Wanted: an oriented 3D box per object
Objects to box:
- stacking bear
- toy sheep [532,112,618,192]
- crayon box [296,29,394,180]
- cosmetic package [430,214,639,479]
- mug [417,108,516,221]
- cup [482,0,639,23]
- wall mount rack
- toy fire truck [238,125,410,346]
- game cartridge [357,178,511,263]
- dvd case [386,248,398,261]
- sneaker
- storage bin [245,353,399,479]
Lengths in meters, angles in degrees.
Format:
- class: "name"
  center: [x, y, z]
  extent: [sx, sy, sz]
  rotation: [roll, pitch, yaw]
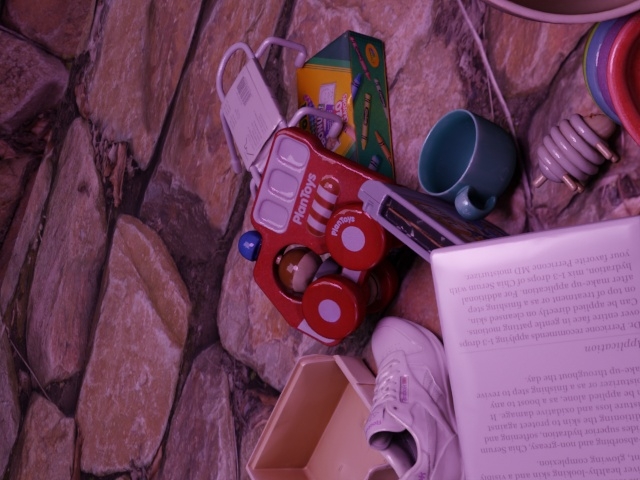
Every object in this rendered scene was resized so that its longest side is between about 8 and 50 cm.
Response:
- class: "stacking bear"
  center: [0.374, -0.201, 1.152]
  extent: [0.175, 0.164, 0.289]
  rotation: [-56, 5, 13]
- class: "toy sheep"
  center: [0.327, -0.113, 1.316]
  extent: [0.132, 0.091, 0.091]
  rotation: [-43, 46, 18]
- class: "crayon box"
  center: [0.040, -0.199, 1.762]
  extent: [0.165, 0.081, 0.279]
  rotation: [-27, 61, 51]
- class: "cosmetic package"
  center: [0.280, 0.211, 1.083]
  extent: [0.230, 0.161, 0.454]
  rotation: [-9, 88, 25]
- class: "mug"
  center: [0.214, -0.098, 1.453]
  extent: [0.129, 0.097, 0.158]
  rotation: [1, 74, 58]
- class: "cup"
  center: [0.239, -0.384, 1.079]
  extent: [0.237, 0.331, 0.331]
  rotation: [-116, 37, -84]
- class: "wall mount rack"
  center: [-0.098, -0.173, 1.788]
  extent: [0.304, 0.130, 0.350]
  rotation: [-54, 42, 31]
- class: "toy fire truck"
  center: [0.000, 0.000, 1.589]
  extent: [0.253, 0.169, 0.302]
  rotation: [28, 116, 18]
- class: "game cartridge"
  center: [0.202, 0.009, 1.369]
  extent: [0.297, 0.198, 0.062]
  rotation: [41, 115, 48]
- class: "dvd case"
  center: [0.083, 0.025, 1.710]
  extent: [0.119, 0.013, 0.087]
  rotation: [-54, 42, 33]
- class: "sneaker"
  center: [0.125, 0.230, 1.478]
  extent: [0.114, 0.152, 0.305]
  rotation: [-57, 39, 35]
- class: "storage bin"
  center: [0.025, 0.358, 1.623]
  extent: [0.262, 0.123, 0.260]
  rotation: [52, 125, 48]
